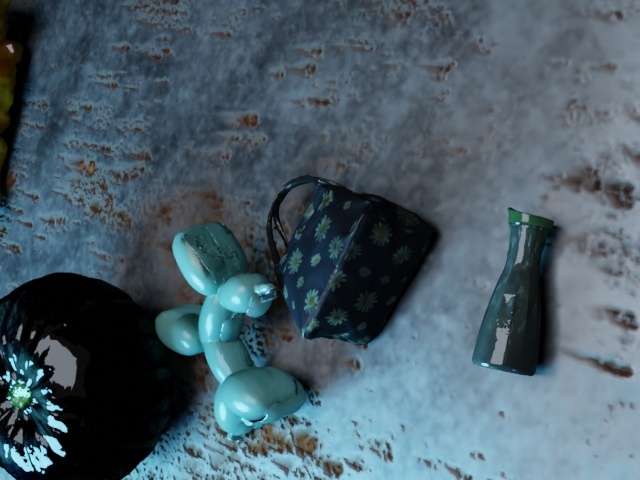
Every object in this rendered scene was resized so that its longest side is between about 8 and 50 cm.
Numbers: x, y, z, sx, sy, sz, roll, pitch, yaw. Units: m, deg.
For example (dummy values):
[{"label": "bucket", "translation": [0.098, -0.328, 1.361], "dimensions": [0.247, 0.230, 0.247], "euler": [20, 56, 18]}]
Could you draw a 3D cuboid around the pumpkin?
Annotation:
[{"label": "pumpkin", "translation": [-0.224, 0.127, 0.839], "dimensions": [0.202, 0.140, 0.202], "euler": [1, 93, 28]}]

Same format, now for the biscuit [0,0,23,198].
[{"label": "biscuit", "translation": [-0.485, -0.156, 1.126], "dimensions": [0.318, 0.110, 0.312], "euler": [9, 90, 40]}]

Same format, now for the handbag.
[{"label": "handbag", "translation": [0.000, 0.000, 0.723], "dimensions": [0.139, 0.072, 0.115], "euler": [42, 113, 41]}]

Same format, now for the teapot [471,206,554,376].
[{"label": "teapot", "translation": [0.131, 0.033, 0.629], "dimensions": [0.043, 0.043, 0.111], "euler": [7, 84, 40]}]

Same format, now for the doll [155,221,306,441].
[{"label": "doll", "translation": [-0.073, 0.084, 0.765], "dimensions": [0.158, 0.059, 0.159], "euler": [39, 127, 37]}]
